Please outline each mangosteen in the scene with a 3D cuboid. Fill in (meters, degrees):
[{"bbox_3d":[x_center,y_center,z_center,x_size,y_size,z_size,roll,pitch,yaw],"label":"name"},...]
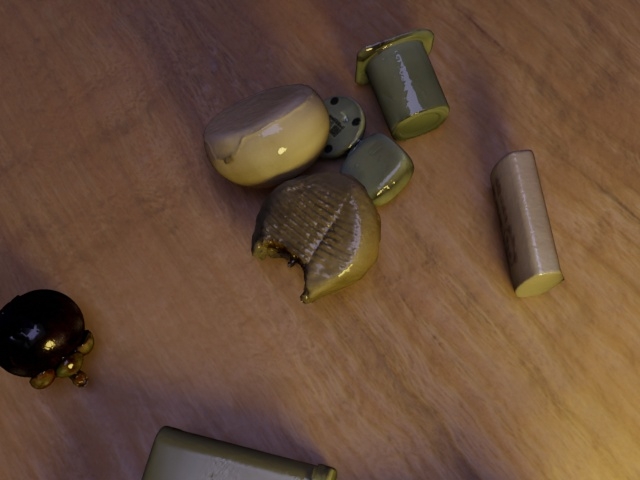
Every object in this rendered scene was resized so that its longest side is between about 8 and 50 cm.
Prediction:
[{"bbox_3d":[-0.567,0.213,1.456,0.194,0.194,0.230,-44,103,-11],"label":"mangosteen"}]

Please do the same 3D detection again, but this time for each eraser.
[{"bbox_3d":[0.428,-0.032,1.460,0.094,0.174,0.270,-6,71,0],"label":"eraser"}]

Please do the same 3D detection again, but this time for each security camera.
[{"bbox_3d":[0.081,-0.209,1.599,0.157,0.080,0.301,-45,62,5],"label":"security camera"}]

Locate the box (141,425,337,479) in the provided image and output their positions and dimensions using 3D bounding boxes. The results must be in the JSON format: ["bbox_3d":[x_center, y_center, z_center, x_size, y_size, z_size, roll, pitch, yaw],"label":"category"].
[{"bbox_3d":[-0.178,0.559,1.308,0.343,0.177,0.352,12,73,11],"label":"box"}]

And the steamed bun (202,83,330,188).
[{"bbox_3d":[-0.107,-0.216,1.535,0.283,0.177,0.283,-20,28,11],"label":"steamed bun"}]

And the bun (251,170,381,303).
[{"bbox_3d":[0.007,-0.014,1.473,0.281,0.205,0.282,-3,79,16],"label":"bun"}]

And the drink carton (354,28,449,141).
[{"bbox_3d":[0.198,-0.349,1.583,0.191,0.185,0.190,-19,74,-5],"label":"drink carton"}]
